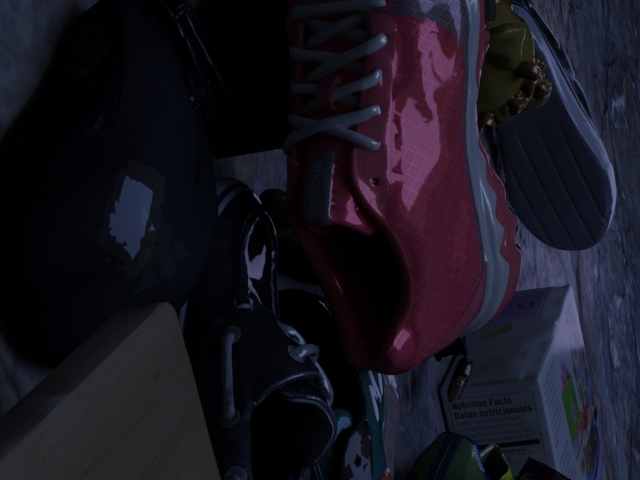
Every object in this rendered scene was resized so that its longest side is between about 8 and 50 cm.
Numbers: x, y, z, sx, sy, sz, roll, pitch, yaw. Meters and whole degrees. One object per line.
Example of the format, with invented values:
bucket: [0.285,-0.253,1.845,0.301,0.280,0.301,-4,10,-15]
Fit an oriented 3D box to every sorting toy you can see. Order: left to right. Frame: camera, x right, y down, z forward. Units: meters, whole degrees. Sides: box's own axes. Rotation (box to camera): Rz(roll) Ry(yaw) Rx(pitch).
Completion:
sorting toy: [-0.109,0.189,0.623,0.257,0.089,0.255,-49,128,-66]

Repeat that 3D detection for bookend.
bookend: [-0.040,-0.161,1.003,0.157,0.072,0.156,-74,149,-49]

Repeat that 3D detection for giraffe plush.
giraffe plush: [0.075,-0.138,1.178,0.181,0.170,0.210,-43,123,-68]

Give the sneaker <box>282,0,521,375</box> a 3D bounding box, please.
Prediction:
sneaker: [0.031,-0.067,0.911,0.136,0.116,0.314,-39,119,-49]

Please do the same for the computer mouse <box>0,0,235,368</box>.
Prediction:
computer mouse: [-0.089,-0.056,0.811,0.272,0.072,0.188,-80,154,-42]

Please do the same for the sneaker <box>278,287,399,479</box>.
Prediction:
sneaker: [-0.005,0.168,0.932,0.121,0.108,0.302,52,27,-55]

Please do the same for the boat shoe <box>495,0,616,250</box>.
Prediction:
boat shoe: [0.248,-0.139,1.774,0.119,0.121,0.335,-72,147,-46]

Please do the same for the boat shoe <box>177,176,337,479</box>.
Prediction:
boat shoe: [-0.040,0.087,0.849,0.108,0.102,0.301,63,25,-44]

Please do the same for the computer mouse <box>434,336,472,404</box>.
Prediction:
computer mouse: [0.071,0.049,1.277,0.262,0.060,0.184,-57,132,-80]

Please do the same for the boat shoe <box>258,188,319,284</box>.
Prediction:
boat shoe: [0.000,0.000,1.080,0.152,0.056,0.049,29,61,-67]

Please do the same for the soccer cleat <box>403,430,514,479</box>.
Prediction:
soccer cleat: [0.142,0.233,1.322,0.289,0.093,0.121,43,62,-59]

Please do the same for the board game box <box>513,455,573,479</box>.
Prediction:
board game box: [0.183,0.300,1.285,0.208,0.056,0.347,-60,148,-5]

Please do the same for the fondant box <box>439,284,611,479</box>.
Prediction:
fondant box: [0.212,0.238,1.552,0.238,0.096,0.330,-51,131,-66]
